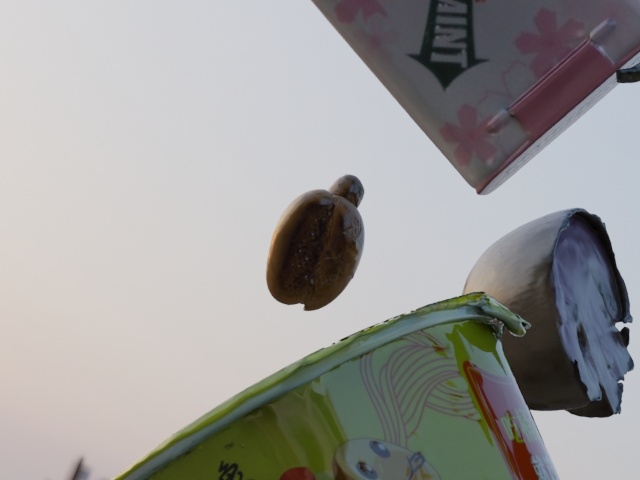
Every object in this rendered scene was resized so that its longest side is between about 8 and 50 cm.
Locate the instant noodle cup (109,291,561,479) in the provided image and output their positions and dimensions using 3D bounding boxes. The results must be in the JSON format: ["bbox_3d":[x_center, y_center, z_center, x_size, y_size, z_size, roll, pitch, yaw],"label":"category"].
[{"bbox_3d":[0.030,0.202,1.023,0.221,0.311,0.311,59,-5,16],"label":"instant noodle cup"}]

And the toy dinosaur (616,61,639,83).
[{"bbox_3d":[0.303,-0.101,1.086,0.179,0.087,0.187,13,7,-38],"label":"toy dinosaur"}]

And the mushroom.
[{"bbox_3d":[0.166,0.055,1.362,0.117,0.188,0.141,-3,-65,25],"label":"mushroom"}]

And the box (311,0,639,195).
[{"bbox_3d":[0.063,-0.228,1.270,0.369,0.190,0.112,51,7,7],"label":"box"}]

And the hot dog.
[{"bbox_3d":[-0.002,0.000,1.764,0.090,0.140,0.060,15,3,-3],"label":"hot dog"}]
